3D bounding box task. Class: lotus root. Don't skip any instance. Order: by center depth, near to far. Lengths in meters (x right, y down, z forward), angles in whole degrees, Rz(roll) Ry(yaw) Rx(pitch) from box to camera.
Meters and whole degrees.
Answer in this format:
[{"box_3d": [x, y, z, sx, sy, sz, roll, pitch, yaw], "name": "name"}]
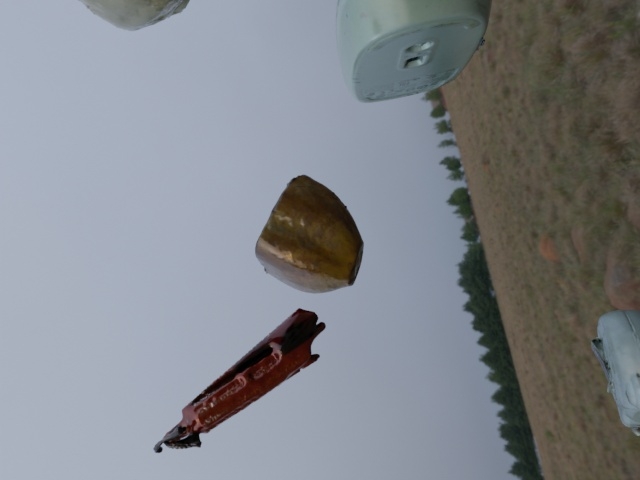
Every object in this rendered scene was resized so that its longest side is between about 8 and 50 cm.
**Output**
[{"box_3d": [0.000, 0.000, 0.823, 0.199, 0.180, 0.188, -65, -15, -12], "name": "lotus root"}]

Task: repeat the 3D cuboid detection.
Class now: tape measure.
[{"box_3d": [0.391, 0.130, 0.541, 0.330, 0.084, 0.164, 51, -150, -45], "name": "tape measure"}]

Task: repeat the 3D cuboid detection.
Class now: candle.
[{"box_3d": [-0.112, 0.208, 0.656, 0.084, 0.301, 0.059, 54, 158, 9], "name": "candle"}]

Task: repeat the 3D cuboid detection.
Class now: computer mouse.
[{"box_3d": [0.096, -0.239, 0.497, 0.288, 0.159, 0.097, -34, -69, -82], "name": "computer mouse"}]

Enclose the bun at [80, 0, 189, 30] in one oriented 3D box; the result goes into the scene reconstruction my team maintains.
[{"box_3d": [-0.186, -0.344, 0.462, 0.231, 0.133, 0.231, 14, -90, -80], "name": "bun"}]
